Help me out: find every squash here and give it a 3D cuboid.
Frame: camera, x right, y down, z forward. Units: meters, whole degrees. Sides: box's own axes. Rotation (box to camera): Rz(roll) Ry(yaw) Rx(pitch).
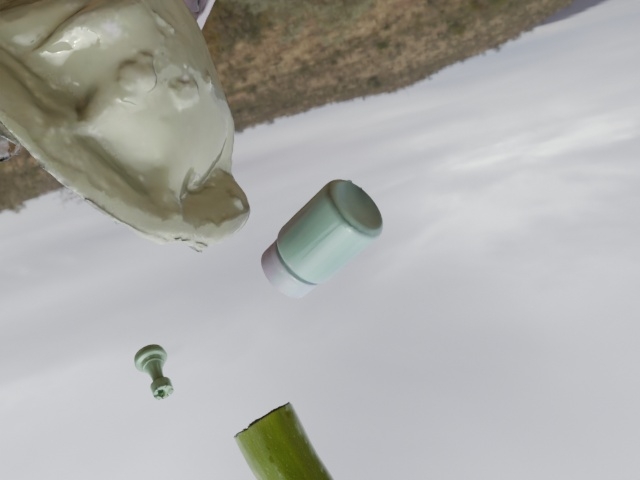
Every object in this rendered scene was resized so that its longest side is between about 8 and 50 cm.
[{"bbox_3d":[-0.031,0.315,0.905,0.095,0.188,0.095,-30,166,-8],"label":"squash"}]

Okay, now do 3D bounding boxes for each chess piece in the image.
[{"bbox_3d":[-0.325,0.263,1.375,0.067,0.067,0.103,-20,-133,-18],"label":"chess piece"}]

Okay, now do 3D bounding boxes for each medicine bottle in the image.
[{"bbox_3d":[0.000,0.000,1.314,0.225,0.139,0.139,-43,178,31],"label":"medicine bottle"}]

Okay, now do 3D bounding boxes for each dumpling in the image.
[{"bbox_3d":[-0.236,-0.147,0.723,0.233,0.395,0.315,-30,-176,29],"label":"dumpling"}]

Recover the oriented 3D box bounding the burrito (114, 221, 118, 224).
[{"bbox_3d":[-0.361,-0.149,1.267,0.144,0.229,0.089,-33,-162,-22],"label":"burrito"}]

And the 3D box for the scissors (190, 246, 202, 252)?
[{"bbox_3d":[-0.200,-0.013,0.987,0.058,0.119,0.014,-45,-126,-11],"label":"scissors"}]

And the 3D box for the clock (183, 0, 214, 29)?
[{"bbox_3d":[-0.370,-0.471,1.314,0.322,0.296,0.113,25,-177,-5],"label":"clock"}]

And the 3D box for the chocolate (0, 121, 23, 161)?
[{"bbox_3d":[-0.501,-0.160,0.874,0.161,0.083,0.261,35,-149,14],"label":"chocolate"}]
